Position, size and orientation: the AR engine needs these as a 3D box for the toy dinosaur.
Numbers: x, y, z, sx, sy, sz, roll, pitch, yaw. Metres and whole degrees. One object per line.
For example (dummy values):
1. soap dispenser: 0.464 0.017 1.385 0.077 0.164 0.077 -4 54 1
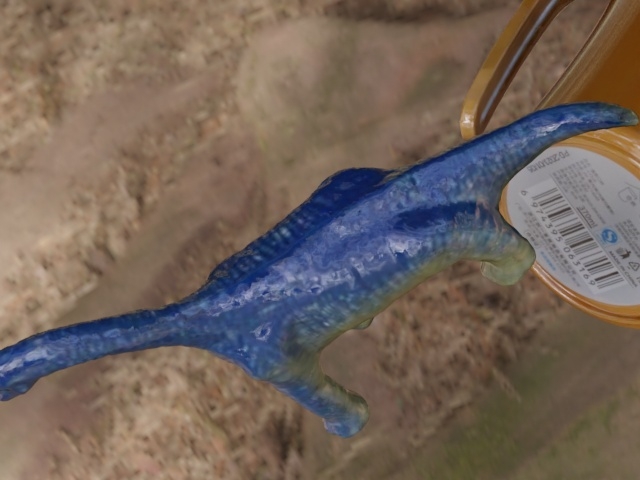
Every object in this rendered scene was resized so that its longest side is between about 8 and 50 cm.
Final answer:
1. toy dinosaur: 0.000 0.000 0.733 0.248 0.188 0.075 -39 59 18

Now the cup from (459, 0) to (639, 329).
1. cup: 0.195 -0.085 0.995 0.226 0.182 0.264 20 46 30
